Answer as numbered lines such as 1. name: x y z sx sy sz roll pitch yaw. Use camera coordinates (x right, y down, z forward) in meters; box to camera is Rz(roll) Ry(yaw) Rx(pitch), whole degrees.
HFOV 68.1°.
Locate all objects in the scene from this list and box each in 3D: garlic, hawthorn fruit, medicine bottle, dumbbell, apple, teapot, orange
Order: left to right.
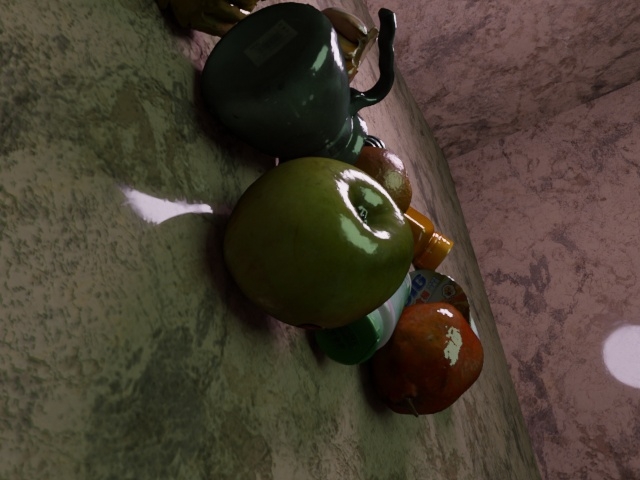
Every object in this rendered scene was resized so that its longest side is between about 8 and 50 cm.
1. teapot: -0.018 -0.248 0.811 0.305 0.223 0.285 -61 146 -16
2. apple: 0.000 0.000 0.655 0.261 0.194 0.261 25 43 -26
3. garlic: 0.037 -0.506 1.285 0.191 0.214 0.160 25 5 5
4. dumbbell: 0.091 -0.222 1.232 0.254 0.110 0.110 -17 86 -60
5. orange: 0.088 -0.098 0.979 0.206 0.206 0.206 48 30 -40
6. medicine bottle: 0.081 0.116 0.858 0.133 0.133 0.274 67 22 -4
7. medicine bottle: 0.206 -0.019 1.168 0.222 0.112 0.149 37 21 6
8. hawthorn fruit: 0.194 0.242 0.919 0.262 0.210 0.210 -39 107 -52

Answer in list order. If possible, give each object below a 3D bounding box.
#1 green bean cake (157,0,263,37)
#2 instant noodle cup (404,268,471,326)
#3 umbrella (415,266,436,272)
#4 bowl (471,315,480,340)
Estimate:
1. green bean cake: -0.157 -0.459 0.724 0.230 0.224 0.131 65 23 1
2. instant noodle cup: 0.263 0.190 1.145 0.153 0.205 0.205 48 29 -60
3. umbrella: 0.373 0.125 1.594 0.071 0.080 0.224 -50 118 -26
4. bowl: 0.352 0.261 1.322 0.287 0.144 0.287 48 30 -39
